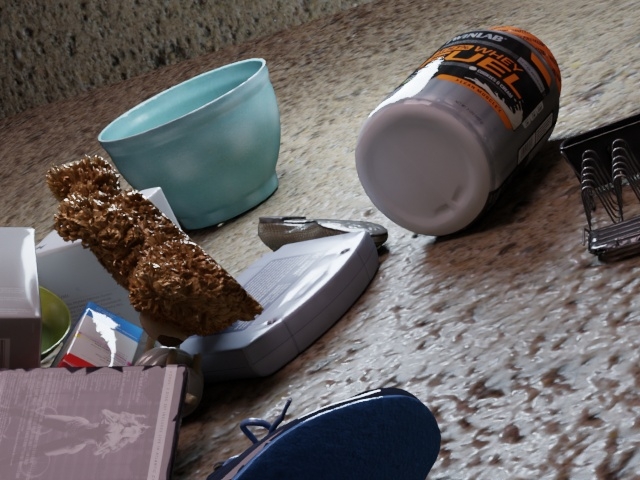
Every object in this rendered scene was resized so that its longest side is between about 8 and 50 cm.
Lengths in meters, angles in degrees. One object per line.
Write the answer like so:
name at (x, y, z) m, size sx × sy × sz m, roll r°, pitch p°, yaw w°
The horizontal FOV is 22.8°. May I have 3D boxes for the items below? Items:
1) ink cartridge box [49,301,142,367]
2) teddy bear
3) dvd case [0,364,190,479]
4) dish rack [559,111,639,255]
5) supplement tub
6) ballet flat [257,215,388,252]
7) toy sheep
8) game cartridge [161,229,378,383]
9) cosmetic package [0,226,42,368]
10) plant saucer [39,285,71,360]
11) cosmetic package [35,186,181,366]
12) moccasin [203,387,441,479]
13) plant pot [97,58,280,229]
ink cartridge box at (-0.280, 0.178, 1.806) m, size 0.134 × 0.078 × 0.231 m, roll -57°, pitch 8°, yaw 16°
teddy bear at (-0.206, 0.019, 1.829) m, size 0.113 × 0.245 × 0.338 m, roll -47°, pitch 61°, yaw -2°
dvd case at (-0.254, 0.203, 1.651) m, size 0.221 × 0.018 × 0.164 m, roll -3°, pitch 52°, yaw 11°
dish rack at (0.376, -0.075, 1.765) m, size 0.208 × 0.074 × 0.271 m, roll -20°, pitch 17°, yaw 17°
supplement tub at (0.191, -0.154, 2.058) m, size 0.193 × 0.193 × 0.316 m, roll -13°, pitch 20°, yaw 34°
ballet flat at (0.000, 0.000, 2.115) m, size 0.084 × 0.058 × 0.250 m, roll -2°, pitch 5°, yaw -40°
toy sheep at (-0.172, 0.160, 1.794) m, size 0.091 × 0.091 × 0.132 m, roll -30°, pitch 23°, yaw -17°
game cartridge at (-0.057, 0.083, 1.929) m, size 0.196 × 0.060 × 0.294 m, roll -15°, pitch 19°, yaw 40°
cosmetic package at (-0.389, 0.074, 1.833) m, size 0.127 × 0.107 × 0.238 m, roll 1°, pitch 23°, yaw -11°
plant saucer at (-0.423, 0.109, 1.912) m, size 0.241 × 0.037 × 0.241 m, roll 5°, pitch 25°, yaw -2°
cosmetic package at (-0.263, 0.054, 2.074) m, size 0.151 × 0.183 × 0.151 m, roll -13°, pitch 20°, yaw 34°
moccasin at (-0.062, 0.223, 1.362) m, size 0.342 × 0.137 × 0.117 m, roll -27°, pitch 12°, yaw -12°
plant pot at (-0.183, -0.140, 2.538) m, size 0.293 × 0.196 × 0.293 m, roll -22°, pitch 16°, yaw 7°
